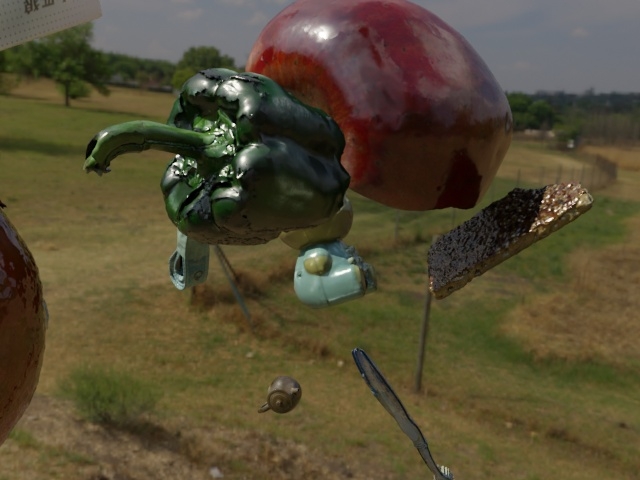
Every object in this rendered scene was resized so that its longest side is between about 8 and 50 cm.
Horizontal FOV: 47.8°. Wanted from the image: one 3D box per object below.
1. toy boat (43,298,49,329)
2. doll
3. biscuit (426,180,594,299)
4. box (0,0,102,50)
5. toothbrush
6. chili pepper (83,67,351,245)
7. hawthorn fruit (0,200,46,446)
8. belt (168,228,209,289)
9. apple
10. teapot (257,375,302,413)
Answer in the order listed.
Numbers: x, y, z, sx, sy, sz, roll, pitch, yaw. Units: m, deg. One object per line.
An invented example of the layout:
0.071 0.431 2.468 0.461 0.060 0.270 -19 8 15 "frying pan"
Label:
-0.483 0.018 1.022 0.088 0.129 0.295 -34 50 -28 "toy boat"
0.000 0.000 1.430 0.162 0.260 0.177 -18 -3 17 "doll"
0.239 -0.017 0.954 0.237 0.026 0.131 -36 22 24 "biscuit"
-0.496 -0.319 0.966 0.331 0.095 0.210 7 30 21 "box"
0.158 0.336 1.311 0.035 0.413 0.042 -23 30 18 "toothbrush"
-0.089 -0.077 0.700 0.165 0.173 0.261 18 9 36 "chili pepper"
-0.357 0.085 0.521 0.295 0.295 0.311 8 50 21 "hawthorn fruit"
-0.278 -0.024 1.554 0.072 0.302 0.087 -15 42 -34 "belt"
0.095 -0.181 1.000 0.295 0.328 0.365 -12 -12 43 "apple"
-0.090 0.350 1.596 0.121 0.076 0.068 -32 5 19 "teapot"
